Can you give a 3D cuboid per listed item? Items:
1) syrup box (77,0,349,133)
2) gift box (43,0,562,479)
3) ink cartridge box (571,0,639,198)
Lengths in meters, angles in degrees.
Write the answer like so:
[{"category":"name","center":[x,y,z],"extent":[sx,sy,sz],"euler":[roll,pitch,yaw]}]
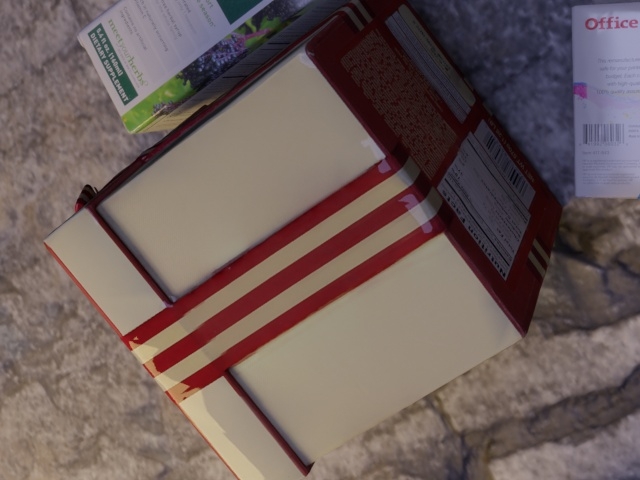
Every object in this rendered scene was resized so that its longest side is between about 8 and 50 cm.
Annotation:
[{"category":"syrup box","center":[-0.059,-0.180,1.043],"extent":[0.237,0.096,0.093],"euler":[-32,82,29]},{"category":"gift box","center":[0.000,0.000,0.960],"extent":[0.258,0.276,0.255],"euler":[-34,94,24]},{"category":"ink cartridge box","center":[0.222,-0.102,0.909],"extent":[0.092,0.090,0.143],"euler":[3,98,28]}]
